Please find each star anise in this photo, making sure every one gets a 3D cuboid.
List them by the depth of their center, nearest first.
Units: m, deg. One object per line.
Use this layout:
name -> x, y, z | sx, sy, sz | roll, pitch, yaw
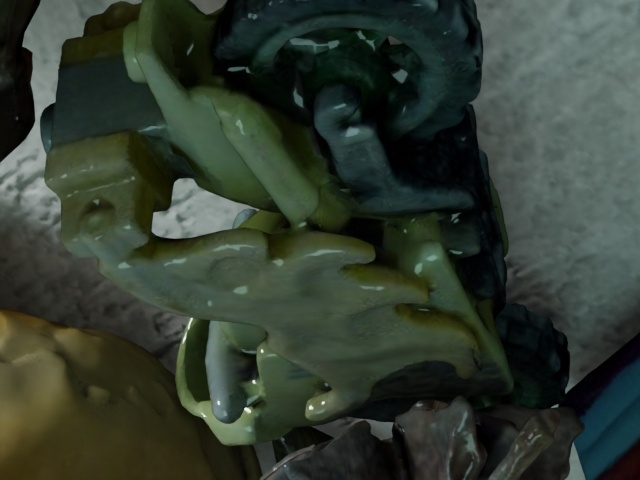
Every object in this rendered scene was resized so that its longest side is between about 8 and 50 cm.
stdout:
star anise -> 0.051, 0.135, 0.835 | 0.209, 0.089, 0.231 | -16, 171, -5

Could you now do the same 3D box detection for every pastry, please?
pastry -> -0.229, 0.219, 1.022 | 0.409, 0.245, 0.409 | -6, 146, -4

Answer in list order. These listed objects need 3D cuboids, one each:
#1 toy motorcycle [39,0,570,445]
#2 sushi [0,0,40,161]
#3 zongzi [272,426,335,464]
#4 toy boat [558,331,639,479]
toy motorcycle -> 0.000, 0.000, 0.849 | 0.237, 0.169, 0.410 | -8, 143, 12
sushi -> -0.290, -0.181, 0.671 | 0.417, 0.176, 0.417 | -11, 120, -19
zongzi -> 0.084, 0.203, 1.046 | 0.221, 0.112, 0.242 | 3, 130, 17
toy boat -> 0.256, 0.039, 0.852 | 0.079, 0.136, 0.392 | 56, 135, 14
